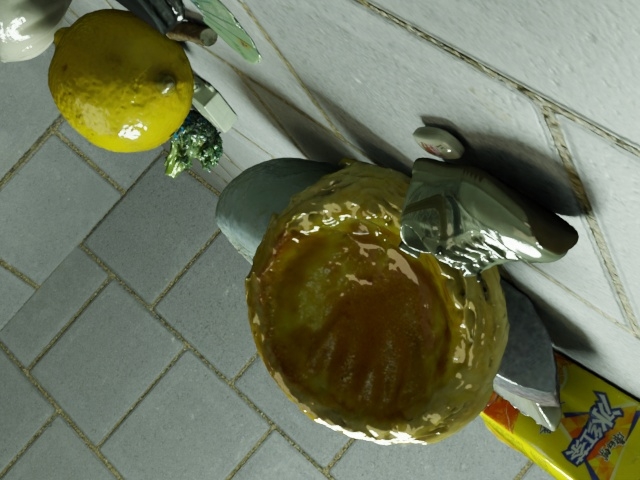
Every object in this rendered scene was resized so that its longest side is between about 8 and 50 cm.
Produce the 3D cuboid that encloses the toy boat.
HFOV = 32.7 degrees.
[{"bbox_3d":[0.259,0.157,1.563,0.276,0.111,0.293,49,172,33],"label":"toy boat"}]

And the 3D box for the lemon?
[{"bbox_3d":[-0.330,-0.267,1.796,0.253,0.228,0.228,44,177,24],"label":"lemon"}]

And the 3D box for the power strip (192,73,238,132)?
[{"bbox_3d":[-0.212,-0.261,1.998,0.075,0.042,0.175,40,175,28],"label":"power strip"}]

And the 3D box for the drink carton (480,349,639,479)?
[{"bbox_3d":[0.387,0.285,1.600,0.111,0.154,0.351,44,174,-33],"label":"drink carton"}]

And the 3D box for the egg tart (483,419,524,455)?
[{"bbox_3d":[0.368,0.303,2.038,0.341,0.132,0.341,40,174,5],"label":"egg tart"}]

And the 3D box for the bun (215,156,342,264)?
[{"bbox_3d":[0.000,0.000,1.713,0.362,0.211,0.362,42,178,2],"label":"bun"}]

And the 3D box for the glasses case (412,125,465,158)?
[{"bbox_3d":[0.116,-0.097,1.079,0.032,0.021,0.083,43,175,-20],"label":"glasses case"}]

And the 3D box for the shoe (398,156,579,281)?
[{"bbox_3d":[0.151,-0.013,1.063,0.103,0.098,0.275,24,180,-18],"label":"shoe"}]

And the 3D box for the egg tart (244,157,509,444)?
[{"bbox_3d":[0.083,0.080,1.431,0.388,0.387,0.169,39,-151,21],"label":"egg tart"}]

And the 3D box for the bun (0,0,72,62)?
[{"bbox_3d":[-0.492,-0.444,1.887,0.263,0.175,0.263,171,90,-76],"label":"bun"}]

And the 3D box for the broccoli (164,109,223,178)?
[{"bbox_3d":[-0.299,-0.215,2.417,0.167,0.160,0.154,31,-156,-7],"label":"broccoli"}]

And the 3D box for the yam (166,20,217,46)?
[{"bbox_3d":[-0.184,-0.295,1.546,0.032,0.032,0.145,44,172,-30],"label":"yam"}]

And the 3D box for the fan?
[{"bbox_3d":[-0.138,-0.291,1.390,0.131,0.009,0.240,34,171,39],"label":"fan"}]

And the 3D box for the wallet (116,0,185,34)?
[{"bbox_3d":[-0.364,-0.443,1.467,0.406,0.062,0.228,39,174,13],"label":"wallet"}]
